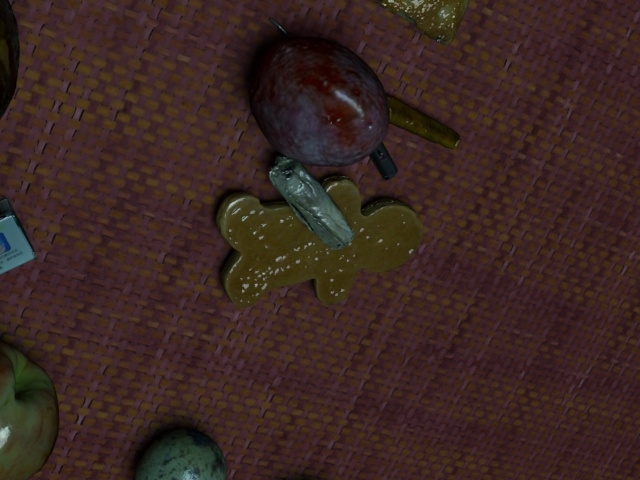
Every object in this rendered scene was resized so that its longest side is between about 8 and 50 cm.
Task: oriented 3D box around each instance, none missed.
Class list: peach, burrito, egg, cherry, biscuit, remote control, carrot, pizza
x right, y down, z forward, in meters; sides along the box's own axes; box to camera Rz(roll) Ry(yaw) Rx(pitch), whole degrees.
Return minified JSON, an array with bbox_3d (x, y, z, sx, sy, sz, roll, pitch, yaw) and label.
[{"bbox_3d":[-0.499,0.268,1.637,0.256,0.232,0.232,-41,124,11],"label":"peach"},{"bbox_3d":[-0.015,-0.055,1.733,0.058,0.045,0.188,-54,124,-22],"label":"burrito"},{"bbox_3d":[-0.228,0.385,1.858,0.141,0.141,0.182,17,116,-29],"label":"egg"},{"bbox_3d":[0.006,-0.188,1.609,0.175,0.249,0.192,-42,126,-10],"label":"cherry"},{"bbox_3d":[0.000,0.000,1.820,0.339,0.047,0.216,-10,119,-19],"label":"biscuit"},{"bbox_3d":[0.093,-0.132,1.812,0.034,0.016,0.091,-38,124,-7],"label":"remote control"},{"bbox_3d":[0.149,-0.182,1.800,0.170,0.042,0.042,22,105,-34],"label":"carrot"},{"bbox_3d":[0.154,-0.368,1.700,0.161,0.062,0.182,-21,127,-21],"label":"pizza"}]

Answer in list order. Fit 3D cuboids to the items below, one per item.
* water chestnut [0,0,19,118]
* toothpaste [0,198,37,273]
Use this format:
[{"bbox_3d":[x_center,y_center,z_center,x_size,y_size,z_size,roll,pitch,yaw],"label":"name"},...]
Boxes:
[{"bbox_3d":[-0.502,-0.204,1.331,0.335,0.347,0.335,-17,129,-22],"label":"water chestnut"},{"bbox_3d":[-0.564,0.053,1.589,0.336,0.067,0.081,-26,123,-9],"label":"toothpaste"}]
